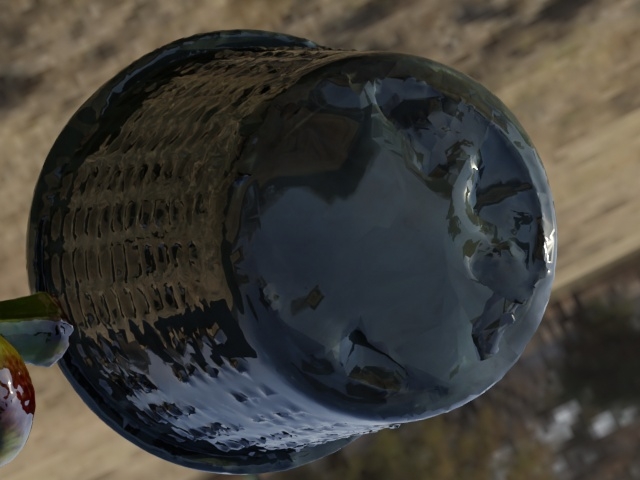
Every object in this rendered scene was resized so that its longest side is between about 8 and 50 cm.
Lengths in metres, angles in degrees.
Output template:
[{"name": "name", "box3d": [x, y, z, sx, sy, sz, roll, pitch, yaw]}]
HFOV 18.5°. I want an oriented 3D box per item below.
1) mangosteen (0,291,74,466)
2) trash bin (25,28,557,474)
[{"name": "mangosteen", "box3d": [-0.144, 0.040, 0.567, 0.151, 0.137, 0.137, -13, 170, -21]}, {"name": "trash bin", "box3d": [0.000, 0.000, 0.696, 0.175, 0.175, 0.161, -24, -174, -22]}]
